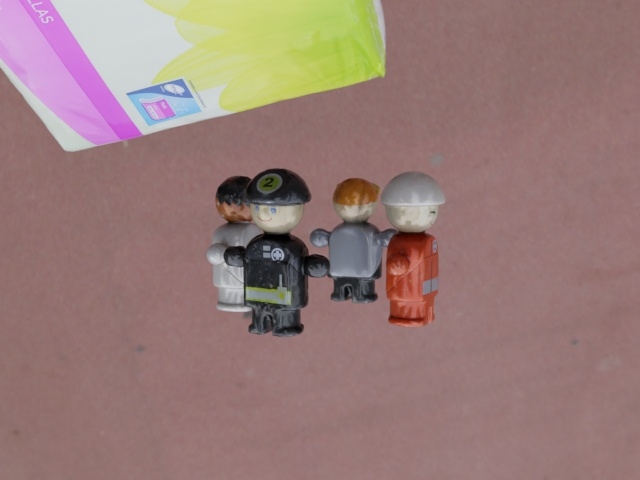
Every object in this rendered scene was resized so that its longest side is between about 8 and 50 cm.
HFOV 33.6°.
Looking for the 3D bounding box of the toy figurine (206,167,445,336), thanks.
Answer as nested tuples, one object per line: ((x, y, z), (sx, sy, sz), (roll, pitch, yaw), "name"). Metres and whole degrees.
((0.000, 0.000, 1.023), (0.213, 0.209, 0.148), (-2, 97, -19), "toy figurine")

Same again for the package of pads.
((-0.087, -0.174, 0.573), (0.229, 0.101, 0.296), (-13, 154, 6), "package of pads")
